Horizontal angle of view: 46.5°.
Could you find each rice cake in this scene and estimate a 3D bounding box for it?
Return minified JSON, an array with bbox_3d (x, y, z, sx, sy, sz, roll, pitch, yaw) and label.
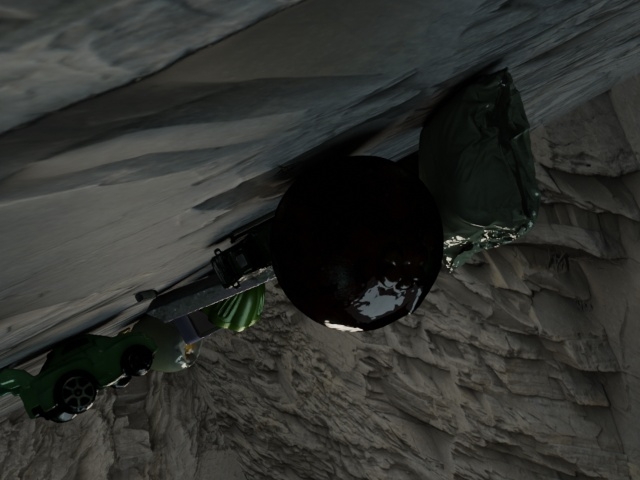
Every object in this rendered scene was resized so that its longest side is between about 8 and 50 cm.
[{"bbox_3d":[-0.250,0.114,1.772,0.365,0.056,0.072,-23,-152,17],"label":"rice cake"}]

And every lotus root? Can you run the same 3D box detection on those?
[{"bbox_3d":[-0.211,0.120,1.943,0.186,0.186,0.186,-28,176,-2],"label":"lotus root"}]

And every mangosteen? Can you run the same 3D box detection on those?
[{"bbox_3d":[0.056,0.001,1.218,0.311,0.311,0.311,-28,176,-2],"label":"mangosteen"}]

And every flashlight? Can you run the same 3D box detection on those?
[{"bbox_3d":[-0.380,0.121,1.629,0.018,0.018,0.083,-30,176,9],"label":"flashlight"}]

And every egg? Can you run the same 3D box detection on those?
[{"bbox_3d":[-0.456,0.287,2.155,0.217,0.182,0.183,7,-169,22],"label":"egg"}]

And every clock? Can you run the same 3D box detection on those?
[{"bbox_3d":[-0.328,0.199,2.110,0.073,0.144,0.193,-31,175,32],"label":"clock"}]

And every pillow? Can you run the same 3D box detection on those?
[{"bbox_3d":[0.255,-0.106,1.232,0.138,0.283,0.310,-2,169,-14],"label":"pillow"}]

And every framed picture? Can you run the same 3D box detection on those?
[{"bbox_3d":[-0.112,-0.037,1.488,0.149,0.011,0.109,-27,176,-12],"label":"framed picture"}]

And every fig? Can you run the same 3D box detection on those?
[{"bbox_3d":[0.189,-0.126,1.791,0.236,0.124,0.124,-16,-174,45],"label":"fig"}]

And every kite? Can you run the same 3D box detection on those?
[{"bbox_3d":[-0.046,-0.106,1.073,0.044,0.002,0.078,-28,177,-10],"label":"kite"}]

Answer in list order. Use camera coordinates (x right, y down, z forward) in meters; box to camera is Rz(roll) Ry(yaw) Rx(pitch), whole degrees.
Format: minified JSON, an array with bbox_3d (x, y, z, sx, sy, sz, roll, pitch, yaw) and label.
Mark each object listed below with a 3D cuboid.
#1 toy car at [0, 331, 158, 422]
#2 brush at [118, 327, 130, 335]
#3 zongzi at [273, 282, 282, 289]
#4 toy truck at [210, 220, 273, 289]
[{"bbox_3d":[-0.571,0.312,1.762,0.359,0.176,0.213,-30,179,-34],"label":"toy car"},{"bbox_3d":[-0.632,0.302,2.356,0.083,0.010,0.218,-26,175,-27],"label":"brush"},{"bbox_3d":[0.061,0.042,1.895,0.145,0.300,0.273,106,1,-67],"label":"zongzi"},{"bbox_3d":[-0.090,0.007,1.506,0.259,0.088,0.121,-28,178,-26],"label":"toy truck"}]
